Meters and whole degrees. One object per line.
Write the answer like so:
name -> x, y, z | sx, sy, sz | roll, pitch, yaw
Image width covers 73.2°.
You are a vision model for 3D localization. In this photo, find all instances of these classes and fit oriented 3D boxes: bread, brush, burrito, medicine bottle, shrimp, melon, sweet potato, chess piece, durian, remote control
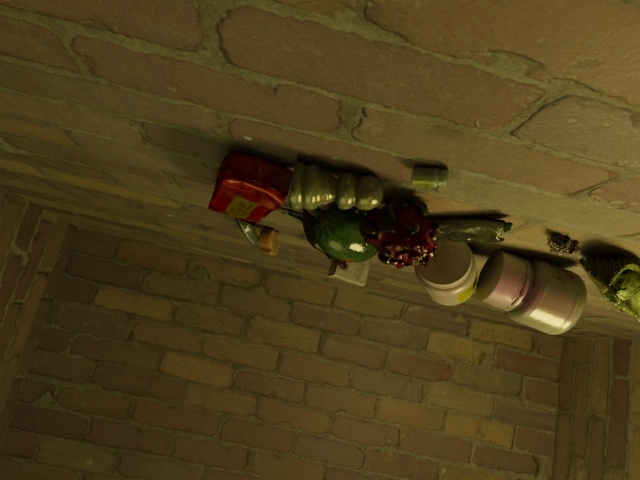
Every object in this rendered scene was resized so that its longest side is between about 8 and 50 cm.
bread -> -0.235, 0.010, 2.003 | 0.073, 0.122, 0.149 | 6, 167, 11
brush -> -0.135, -0.108, 1.626 | 0.179, 0.030, 0.033 | 25, 180, -11
burrito -> 0.429, -0.033, 1.323 | 0.309, 0.066, 0.096 | 0, 151, 44
medicine bottle -> 0.459, 0.109, 1.576 | 0.214, 0.213, 0.379 | 7, 167, 22
shrimp -> 0.718, 0.014, 1.287 | 0.165, 0.056, 0.065 | 11, -173, -40
melon -> 0.101, -0.015, 1.460 | 0.288, 0.182, 0.182 | 21, 165, -39
medicine bottle -> 0.138, 0.104, 1.951 | 0.201, 0.171, 0.052 | 21, 167, -36
sweet potato -> 0.000, 0.003, 1.543 | 0.269, 0.075, 0.075 | 54, 163, 0
medicine bottle -> 0.745, 0.180, 1.547 | 0.302, 0.241, 0.241 | 21, 167, 0
chess piece -> 0.047, -0.133, 1.152 | 0.244, 0.133, 0.133 | 7, 167, 4
durian -> 0.930, 0.141, 1.375 | 0.356, 0.169, 0.158 | 27, 161, -34
remote control -> -0.319, -0.051, 1.885 | 0.052, 0.104, 0.247 | -29, 170, -5
medicine bottle -> 0.261, -0.150, 1.028 | 0.084, 0.047, 0.047 | 8, 166, 23

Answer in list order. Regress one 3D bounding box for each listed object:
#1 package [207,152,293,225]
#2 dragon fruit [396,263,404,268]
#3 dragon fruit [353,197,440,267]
package -> -0.229, -0.149, 1.319 | 0.196, 0.123, 0.424 | 18, 166, -16
dragon fruit -> 0.250, 0.011, 1.413 | 0.165, 0.136, 0.133 | 53, 178, -6
dragon fruit -> 0.211, -0.024, 1.264 | 0.273, 0.198, 0.218 | 2, 154, 36
